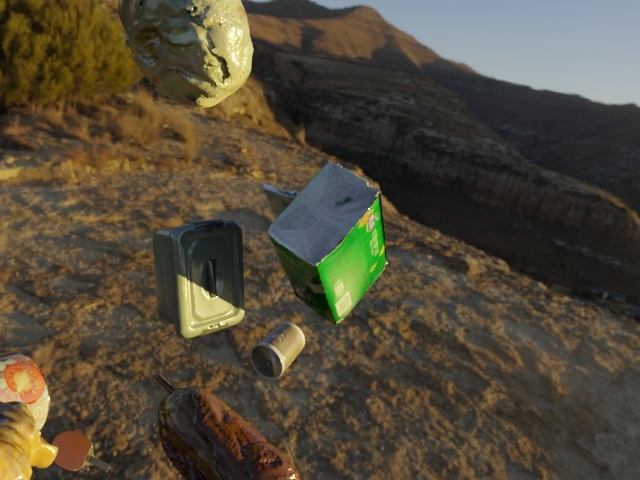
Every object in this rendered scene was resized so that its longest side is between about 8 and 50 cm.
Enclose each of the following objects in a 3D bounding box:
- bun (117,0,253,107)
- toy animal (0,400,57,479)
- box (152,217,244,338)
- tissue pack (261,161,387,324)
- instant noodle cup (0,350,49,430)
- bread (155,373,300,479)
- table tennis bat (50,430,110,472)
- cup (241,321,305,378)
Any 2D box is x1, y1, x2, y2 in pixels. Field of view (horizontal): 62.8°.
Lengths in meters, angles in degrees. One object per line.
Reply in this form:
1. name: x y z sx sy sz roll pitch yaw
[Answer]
1. bun: -0.222 -0.319 0.836 0.239 0.239 0.141 22 45 27
2. toy animal: -0.217 0.185 0.228 0.116 0.114 0.255 35 49 10
3. box: -0.189 0.050 0.799 0.093 0.172 0.124 10 14 43
4. tissue pack: 0.000 -0.002 0.793 0.156 0.148 0.209 35 -18 26
5. instant noodle cup: -0.697 0.339 1.026 0.243 0.242 0.231 20 9 22
6. bread: -0.139 0.315 0.780 0.344 0.083 0.124 39 37 21
7. table tennis bat: -0.315 0.283 0.690 0.083 0.007 0.050 38 32 -19
8. cup: -0.089 0.218 1.027 0.074 0.102 0.099 49 34 2
